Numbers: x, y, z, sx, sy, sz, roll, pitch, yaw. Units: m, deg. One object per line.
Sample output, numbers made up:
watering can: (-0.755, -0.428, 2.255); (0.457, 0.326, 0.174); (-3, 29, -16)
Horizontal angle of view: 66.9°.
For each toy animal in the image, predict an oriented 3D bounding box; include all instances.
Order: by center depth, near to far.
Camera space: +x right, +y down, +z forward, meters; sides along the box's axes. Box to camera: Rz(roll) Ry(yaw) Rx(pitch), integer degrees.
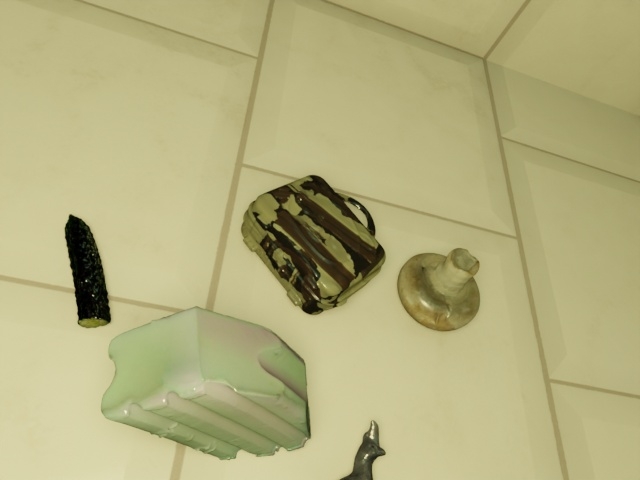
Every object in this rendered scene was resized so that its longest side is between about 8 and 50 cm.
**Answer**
toy animal: (0.042, 0.583, 1.026); (0.367, 0.081, 0.205); (-32, 80, -26)

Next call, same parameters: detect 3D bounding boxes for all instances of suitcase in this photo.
suitcase: (0.000, 0.000, 1.303); (0.339, 0.194, 0.351); (-30, 76, -40)

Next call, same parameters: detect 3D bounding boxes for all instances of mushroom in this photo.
mushroom: (0.344, 0.123, 1.342); (0.244, 0.243, 0.243); (10, 57, -16)

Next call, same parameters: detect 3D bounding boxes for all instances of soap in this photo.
soap: (-0.168, 0.299, 0.949); (0.262, 0.446, 0.156); (-21, 51, 10)

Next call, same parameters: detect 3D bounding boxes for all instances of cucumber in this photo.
cucumber: (-0.539, 0.062, 1.116); (0.072, 0.072, 0.300); (-9, 64, -27)
